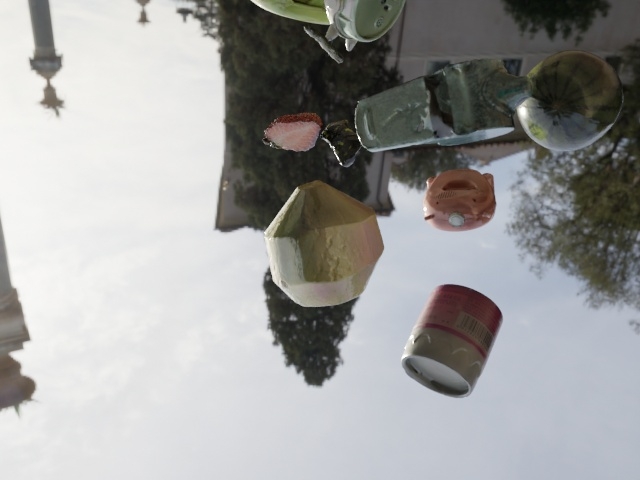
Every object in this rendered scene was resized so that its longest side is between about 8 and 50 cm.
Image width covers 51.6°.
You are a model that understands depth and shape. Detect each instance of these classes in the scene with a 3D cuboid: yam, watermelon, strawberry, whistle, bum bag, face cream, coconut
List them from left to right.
[{"bbox_3d":[-0.080,-0.387,2.252,0.236,0.175,0.106,-4,-117,26],"label":"strawberry"},{"bbox_3d":[0.000,0.000,1.378,0.259,0.259,0.259,3,-151,-2],"label":"coconut"},{"bbox_3d":[0.013,-0.513,1.724,0.029,0.027,0.234,13,179,23],"label":"yam"},{"bbox_3d":[0.071,-0.326,2.143,0.107,0.060,0.232,-36,-138,7],"label":"bum bag"},{"bbox_3d":[0.288,-0.316,1.592,0.405,0.168,0.188,-10,179,0],"label":"whistle"},{"bbox_3d":[0.289,0.220,1.457,0.175,0.175,0.195,18,-122,25],"label":"face cream"},{"bbox_3d":[0.705,-0.397,1.878,0.279,0.278,0.359,17,-150,22],"label":"watermelon"}]

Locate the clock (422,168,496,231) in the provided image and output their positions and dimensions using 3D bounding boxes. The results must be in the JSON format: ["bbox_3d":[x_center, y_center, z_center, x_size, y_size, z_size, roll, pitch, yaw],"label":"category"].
[{"bbox_3d":[0.427,-0.121,2.049,0.227,0.142,0.241,-2,-152,18],"label":"clock"}]

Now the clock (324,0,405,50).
[{"bbox_3d":[0.136,-0.675,1.824,0.109,0.324,0.265,40,-158,26],"label":"clock"}]

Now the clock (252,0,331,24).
[{"bbox_3d":[-0.049,-0.741,1.975,0.348,0.117,0.286,-1,-147,-32],"label":"clock"}]
